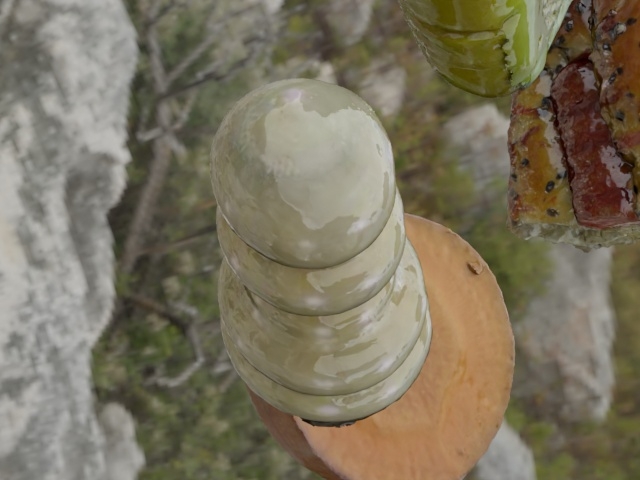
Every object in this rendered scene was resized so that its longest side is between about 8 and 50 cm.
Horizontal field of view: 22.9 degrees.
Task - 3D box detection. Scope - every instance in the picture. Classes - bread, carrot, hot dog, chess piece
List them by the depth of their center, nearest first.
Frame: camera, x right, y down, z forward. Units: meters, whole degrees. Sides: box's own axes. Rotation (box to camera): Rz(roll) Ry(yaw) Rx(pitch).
[{"bbox_3d":[0.077,-0.240,0.924,0.166,0.112,0.383,-64,155,-21],"label":"bread"},{"bbox_3d":[0.000,0.000,0.924,0.261,0.142,0.143,86,11,-64],"label":"chess piece"},{"bbox_3d":[0.059,0.113,1.535,0.258,0.100,0.307,-31,103,-14],"label":"carrot"},{"bbox_3d":[0.379,-0.186,2.015,0.196,0.367,0.365,9,80,-34],"label":"hot dog"}]
